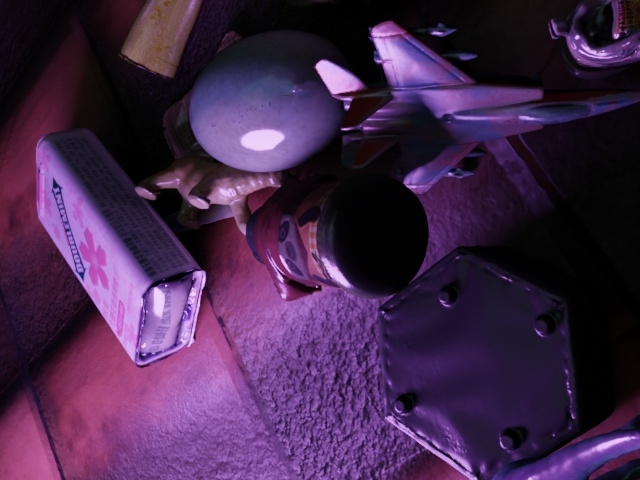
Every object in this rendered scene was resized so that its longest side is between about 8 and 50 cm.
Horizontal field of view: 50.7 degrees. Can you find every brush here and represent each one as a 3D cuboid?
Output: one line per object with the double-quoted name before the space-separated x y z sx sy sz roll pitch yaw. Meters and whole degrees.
"brush" -0.195 -0.037 1.032 0.178 0.030 0.033 -15 70 35

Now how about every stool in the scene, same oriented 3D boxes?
"stool" 0.174 0.119 0.688 0.232 0.141 0.232 -1 88 37

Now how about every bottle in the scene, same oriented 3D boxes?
"bottle" 0.000 0.000 0.804 0.271 0.143 0.156 1 64 60

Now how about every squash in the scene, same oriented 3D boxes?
"squash" -0.216 -0.360 1.036 0.094 0.094 0.224 37 101 31

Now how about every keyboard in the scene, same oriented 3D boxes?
"keyboard" 0.054 -0.238 0.862 0.072 0.023 0.231 -14 80 42

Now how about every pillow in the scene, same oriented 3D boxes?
"pillow" -0.160 -0.196 1.008 0.211 0.034 0.135 -43 68 29

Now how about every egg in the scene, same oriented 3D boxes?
"egg" -0.064 -0.172 0.848 0.236 0.169 0.169 -13 81 32

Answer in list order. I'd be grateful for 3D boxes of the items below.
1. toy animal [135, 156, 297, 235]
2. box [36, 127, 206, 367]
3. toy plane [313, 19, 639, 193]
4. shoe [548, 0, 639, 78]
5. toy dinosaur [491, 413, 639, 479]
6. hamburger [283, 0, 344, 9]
"toy animal" -0.145 -0.075 0.955 0.218 0.103 0.101 9 62 35
"box" -0.316 0.005 1.047 0.370 0.112 0.190 46 138 27
"toy plane" 0.164 -0.145 0.720 0.326 0.223 0.104 -6 42 14
"shoe" 0.306 -0.212 0.633 0.180 0.092 0.089 -5 85 36
"toy dinosaur" 0.155 0.267 0.613 0.330 0.383 0.129 -20 50 21
"hamburger" 0.010 -0.426 0.739 0.277 0.195 0.318 34 109 58
